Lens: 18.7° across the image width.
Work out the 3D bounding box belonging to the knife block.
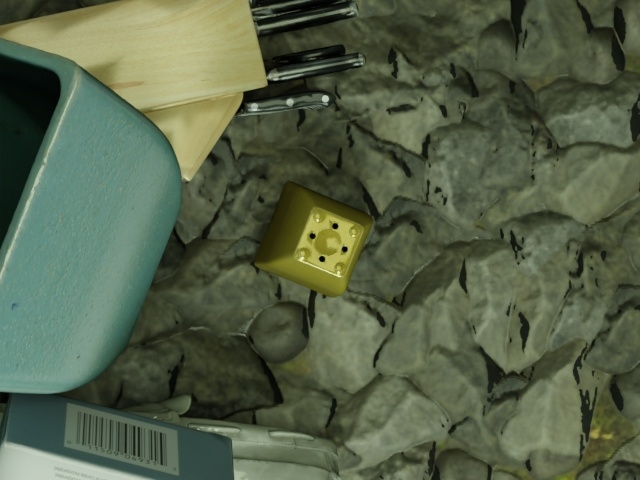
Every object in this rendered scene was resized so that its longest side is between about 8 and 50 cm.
[{"bbox_3d":[-0.106,-0.182,1.634,0.276,0.088,0.242,33,85,-10],"label":"knife block"}]

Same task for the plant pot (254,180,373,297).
[{"bbox_3d":[0.000,0.000,1.662,0.081,0.083,0.081,22,87,-11],"label":"plant pot"}]

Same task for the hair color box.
[{"bbox_3d":[-0.211,0.319,1.555,0.185,0.113,0.374,16,109,-10],"label":"hair color box"}]

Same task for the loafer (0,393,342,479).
[{"bbox_3d":[-0.138,0.184,1.640,0.319,0.112,0.111,14,53,-10],"label":"loafer"}]

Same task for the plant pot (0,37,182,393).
[{"bbox_3d":[-0.251,-0.017,1.516,0.247,0.252,0.247,20,87,31],"label":"plant pot"}]
